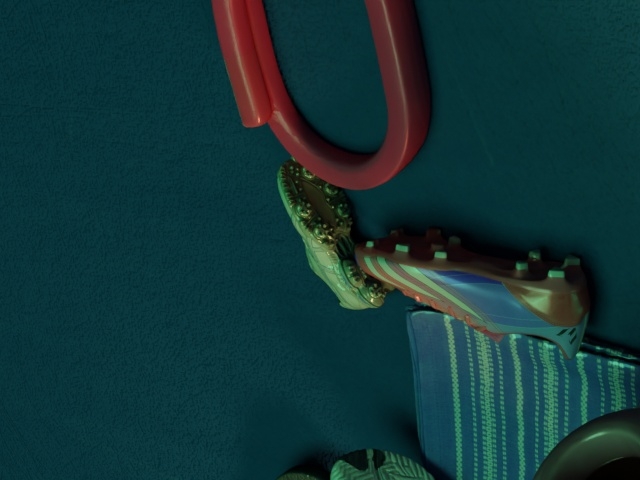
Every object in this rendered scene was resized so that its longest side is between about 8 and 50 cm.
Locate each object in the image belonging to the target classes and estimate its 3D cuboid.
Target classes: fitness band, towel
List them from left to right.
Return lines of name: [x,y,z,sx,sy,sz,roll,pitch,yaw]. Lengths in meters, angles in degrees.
fitness band: [0.001,-0.183,1.399,0.209,0.054,0.291,5,121,36]
towel: [0.234,0.192,1.454,0.336,0.040,0.243,16,128,33]

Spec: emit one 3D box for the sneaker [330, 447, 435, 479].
sneaker: [0.100,0.321,1.593,0.235,0.094,0.153,23,140,-7]

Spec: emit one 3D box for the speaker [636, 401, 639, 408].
speaker: [0.299,0.177,1.329,0.055,0.055,0.136,36,136,17]

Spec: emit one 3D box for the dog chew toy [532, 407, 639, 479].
dog chew toy: [0.315,0.291,1.256,0.206,0.206,0.332,-9,134,44]

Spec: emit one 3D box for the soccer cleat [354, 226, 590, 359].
soccer cleat: [0.138,0.048,1.406,0.248,0.083,0.095,9,110,32]

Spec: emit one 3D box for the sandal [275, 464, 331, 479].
sandal: [-0.022,0.324,1.766,0.097,0.054,0.254,54,148,9]

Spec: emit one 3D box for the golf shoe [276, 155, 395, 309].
golf shoe: [0.000,0.000,1.512,0.176,0.069,0.086,57,144,-4]
